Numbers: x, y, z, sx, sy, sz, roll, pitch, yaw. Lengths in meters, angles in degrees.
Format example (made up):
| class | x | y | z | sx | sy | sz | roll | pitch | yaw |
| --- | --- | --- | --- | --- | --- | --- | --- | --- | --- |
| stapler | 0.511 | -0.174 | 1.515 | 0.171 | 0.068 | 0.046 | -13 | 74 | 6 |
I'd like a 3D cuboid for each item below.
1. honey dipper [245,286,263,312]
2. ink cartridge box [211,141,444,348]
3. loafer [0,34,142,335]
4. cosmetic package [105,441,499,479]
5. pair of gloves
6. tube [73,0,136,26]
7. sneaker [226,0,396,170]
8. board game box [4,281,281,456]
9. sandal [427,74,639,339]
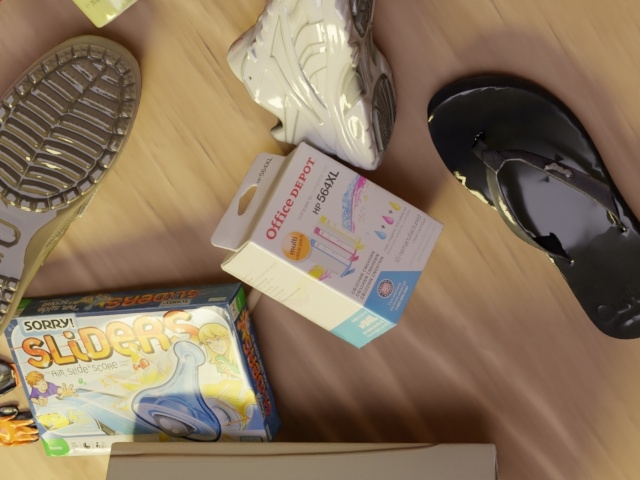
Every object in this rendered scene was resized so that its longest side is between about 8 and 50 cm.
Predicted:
| class | x | y | z | sx | sy | sz | roll | pitch | yaw |
| --- | --- | --- | --- | --- | --- | --- | --- | --- | --- |
| honey dipper | -0.061 | 0.055 | 1.508 | 0.030 | 0.030 | 0.160 | 29 | 121 | -7 |
| ink cartridge box | 0.000 | 0.000 | 1.415 | 0.143 | 0.092 | 0.090 | 30 | 160 | -9 |
| loafer | -0.226 | -0.043 | 1.448 | 0.102 | 0.092 | 0.268 | 32 | 101 | -11 |
| cosmetic package | -0.010 | 0.243 | 1.520 | 0.309 | 0.113 | 0.160 | -1 | 146 | 7 |
| pair of gloves | -0.268 | 0.137 | 1.589 | 0.074 | 0.010 | 0.083 | -5 | 116 | 11 |
| tube | -0.216 | -0.259 | 1.350 | 0.070 | 0.062 | 0.240 | -43 | 105 | -9 |
| sneaker | -0.017 | -0.145 | 1.349 | 0.115 | 0.090 | 0.232 | 4 | 131 | 16 |
| board game box | -0.144 | 0.105 | 1.526 | 0.201 | 0.035 | 0.136 | -5 | 116 | 20 |
| sandal | 0.181 | -0.025 | 1.416 | 0.097 | 0.054 | 0.254 | -38 | 106 | 23 |
